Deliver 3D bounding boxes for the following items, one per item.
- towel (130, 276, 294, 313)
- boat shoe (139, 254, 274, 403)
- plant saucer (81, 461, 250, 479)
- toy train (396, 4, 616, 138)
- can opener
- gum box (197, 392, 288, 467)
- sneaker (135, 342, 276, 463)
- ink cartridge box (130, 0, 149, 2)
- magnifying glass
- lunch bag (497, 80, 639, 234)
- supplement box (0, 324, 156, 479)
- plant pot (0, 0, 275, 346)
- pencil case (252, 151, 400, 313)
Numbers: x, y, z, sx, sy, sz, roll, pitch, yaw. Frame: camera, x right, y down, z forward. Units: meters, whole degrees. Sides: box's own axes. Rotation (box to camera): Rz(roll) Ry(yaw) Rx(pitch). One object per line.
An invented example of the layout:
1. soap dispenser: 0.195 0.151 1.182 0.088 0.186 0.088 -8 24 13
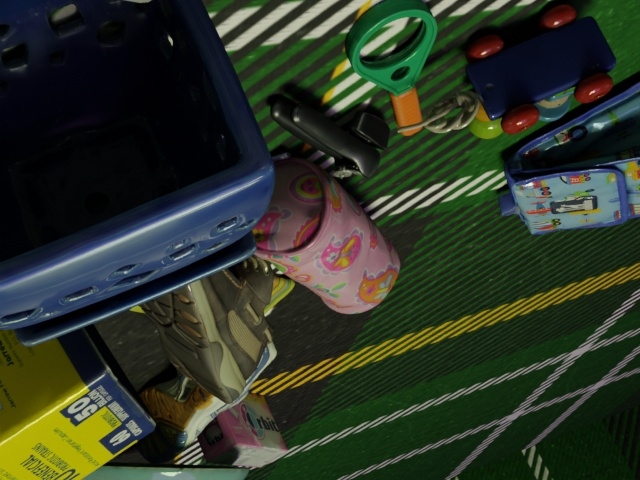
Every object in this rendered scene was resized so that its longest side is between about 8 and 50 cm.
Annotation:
1. towel: -0.134 0.066 1.345 0.102 0.021 0.237 -43 151 20
2. boat shoe: -0.130 0.055 1.205 0.130 0.132 0.355 -50 158 -23
3. plant saucer: -0.264 0.355 1.574 0.318 0.043 0.317 1 168 0
4. toy train: 0.184 -0.150 1.149 0.248 0.105 0.143 -23 169 -7
5. can opener: 0.007 -0.111 1.103 0.059 0.073 0.186 5 173 37
6. gum box: -0.138 0.300 1.696 0.062 0.107 0.188 -33 155 14
7. sneaker: -0.167 0.229 1.526 0.131 0.111 0.296 -10 155 -45
8. ink cartridge box: -0.135 -0.281 0.514 0.272 0.130 0.309 0 145 -48
9. magnifying glass: 0.080 -0.171 1.081 0.092 0.026 0.231 -27 154 0
10. lunch bag: 0.381 -0.101 1.432 0.293 0.138 0.221 -19 159 13
11. supplement box: -0.379 0.188 1.049 0.357 0.195 0.194 -34 155 -10
12. plant pot: -0.179 -0.062 0.796 0.236 0.236 0.212 -23 162 -10
13. pencil case: 0.000 0.000 1.232 0.124 0.124 0.284 -31 155 10
